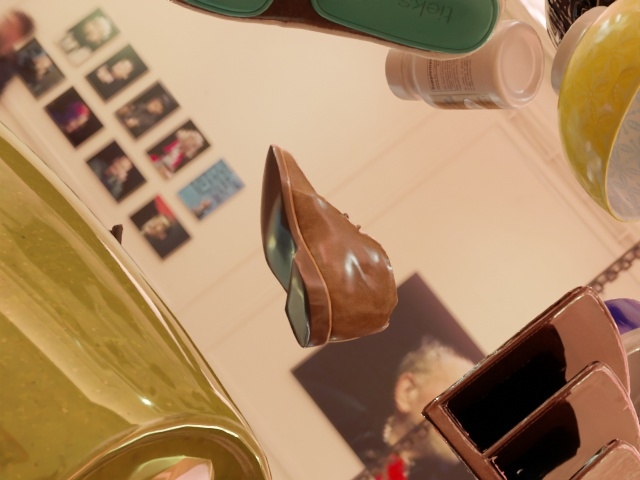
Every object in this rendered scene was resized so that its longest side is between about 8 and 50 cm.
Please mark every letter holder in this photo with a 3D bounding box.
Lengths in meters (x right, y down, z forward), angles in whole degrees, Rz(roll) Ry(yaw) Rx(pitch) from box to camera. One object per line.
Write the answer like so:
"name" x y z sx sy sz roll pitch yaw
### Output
"letter holder" 0.269 0.211 1.022 0.152 0.214 0.302 48 -3 38

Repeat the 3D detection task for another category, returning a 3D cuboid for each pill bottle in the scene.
"pill bottle" 0.216 -0.266 1.549 0.229 0.131 0.131 8 -39 46

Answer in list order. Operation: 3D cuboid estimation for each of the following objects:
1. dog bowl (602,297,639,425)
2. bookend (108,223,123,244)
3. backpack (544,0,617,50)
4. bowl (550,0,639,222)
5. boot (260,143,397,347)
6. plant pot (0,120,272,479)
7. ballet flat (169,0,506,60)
"dog bowl" 0.409 0.216 1.413 0.265 0.265 0.104 57 -5 -39
"bookend" -0.325 0.045 1.225 0.157 0.156 0.072 115 -24 -54
"backpack" 0.447 -0.375 1.586 0.254 0.191 0.225 -107 -168 -50
"bowl" 0.355 -0.181 1.131 0.156 0.289 0.289 39 -13 35
"boot" 0.000 0.000 1.185 0.112 0.115 0.305 102 -24 -43
"plant pot" -0.168 0.070 0.417 0.293 0.275 0.275 23 -24 37
"ballet flat" -0.026 -0.264 0.910 0.400 0.139 0.139 13 4 -15
